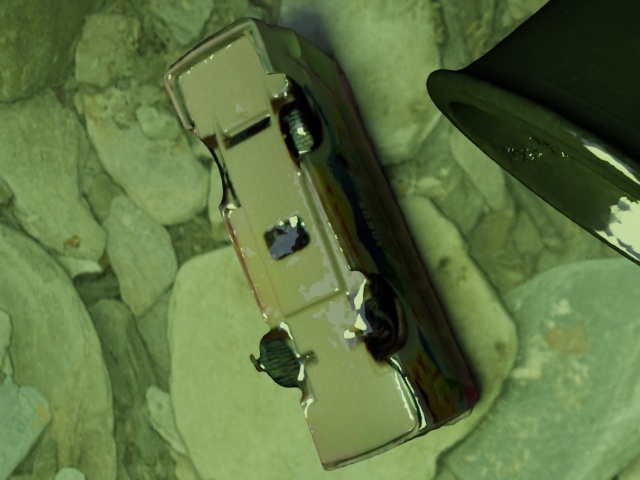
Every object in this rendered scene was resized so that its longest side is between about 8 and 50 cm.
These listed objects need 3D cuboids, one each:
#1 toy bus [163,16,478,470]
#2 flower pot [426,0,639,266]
[{"bbox_3d":[0.000,0.000,0.819,0.090,0.112,0.274,-28,78,30],"label":"toy bus"},{"bbox_3d":[0.186,-0.070,0.662,0.235,0.235,0.148,34,90,26],"label":"flower pot"}]
